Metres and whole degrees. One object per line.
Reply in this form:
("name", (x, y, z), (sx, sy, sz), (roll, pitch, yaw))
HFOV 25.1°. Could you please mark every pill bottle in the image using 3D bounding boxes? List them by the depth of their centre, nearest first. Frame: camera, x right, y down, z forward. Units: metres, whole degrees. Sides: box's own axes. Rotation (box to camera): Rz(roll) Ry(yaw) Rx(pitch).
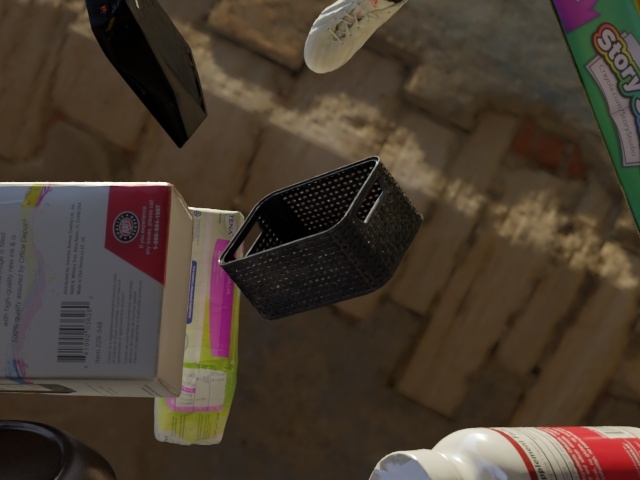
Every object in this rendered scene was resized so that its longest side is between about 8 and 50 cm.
("pill bottle", (0.272, 0.361, 1.895), (0.229, 0.408, 0.229), (-10, 78, 58))

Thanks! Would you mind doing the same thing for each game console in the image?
("game console", (-0.197, -0.281, 1.445), (0.213, 0.044, 0.361), (56, -164, -58))

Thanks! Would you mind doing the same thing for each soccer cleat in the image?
("soccer cleat", (0.055, -0.293, 1.837), (0.196, 0.068, 0.076), (-45, 14, -7))

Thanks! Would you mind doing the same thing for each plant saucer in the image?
("plant saucer", (-0.358, 0.253, 1.409), (0.310, 0.311, 0.050), (-60, -37, -63))

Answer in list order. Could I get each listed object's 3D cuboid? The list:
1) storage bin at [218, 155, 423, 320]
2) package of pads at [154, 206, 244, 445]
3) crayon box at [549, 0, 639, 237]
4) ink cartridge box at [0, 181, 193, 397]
("storage bin", (0.000, 0.000, 1.461), (0.180, 0.084, 0.122), (-19, 29, 42))
("package of pads", (-0.159, 0.125, 1.887), (0.296, 0.101, 0.229), (105, 169, -62))
("crayon box", (0.396, -0.157, 1.383), (0.313, 0.362, 0.106), (-19, -3, -36))
("ink cartridge box", (-0.306, 0.056, 1.601), (0.131, 0.306, 0.226), (59, -147, -73))
